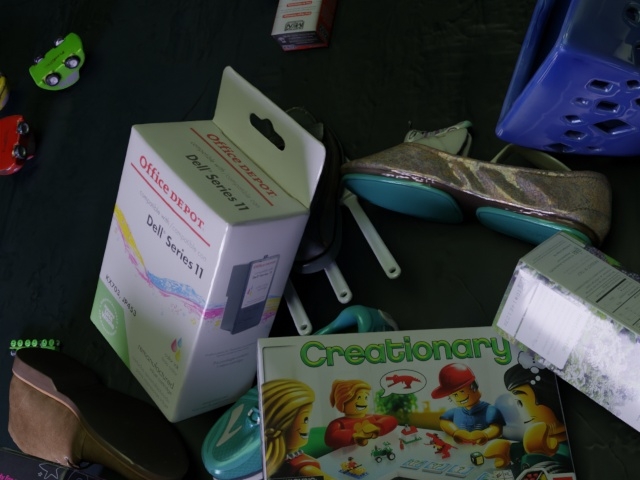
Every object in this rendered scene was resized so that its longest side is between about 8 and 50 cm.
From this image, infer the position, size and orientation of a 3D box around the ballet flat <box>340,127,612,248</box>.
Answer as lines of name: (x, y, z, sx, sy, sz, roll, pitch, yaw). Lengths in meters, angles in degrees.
ballet flat: (0.179, -0.068, 1.132, 0.316, 0.107, 0.106, 17, 71, 21)

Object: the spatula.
spatula: (0.000, 0.000, 1.200, 0.168, 0.019, 0.242, -32, 40, 3)

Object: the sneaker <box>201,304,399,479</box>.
sneaker: (-0.033, 0.165, 1.117, 0.275, 0.110, 0.107, -41, 56, 5)

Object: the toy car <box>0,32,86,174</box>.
toy car: (-0.446, -0.230, 1.544, 0.225, 0.053, 0.239, -39, 57, 5)

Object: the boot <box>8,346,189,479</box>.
boot: (-0.281, 0.245, 1.226, 0.305, 0.112, 0.115, 25, 101, 36)

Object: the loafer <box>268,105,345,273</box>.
loafer: (-0.023, -0.084, 1.214, 0.096, 0.084, 0.267, -20, 46, 14)

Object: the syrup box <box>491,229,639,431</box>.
syrup box: (0.295, 0.099, 0.958, 0.237, 0.096, 0.093, 35, 129, 26)

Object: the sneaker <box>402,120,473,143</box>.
sneaker: (0.133, -0.127, 1.215, 0.098, 0.038, 0.069, -38, 57, 5)

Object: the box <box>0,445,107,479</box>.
box: (-0.283, 0.322, 1.084, 0.163, 0.247, 0.142, 7, 69, 28)

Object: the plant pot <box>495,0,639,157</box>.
plant pot: (0.337, -0.209, 1.024, 0.212, 0.236, 0.236, 20, 74, 0)

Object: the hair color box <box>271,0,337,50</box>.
hair color box: (-0.016, -0.338, 1.386, 0.072, 0.043, 0.141, 1, 66, 28)

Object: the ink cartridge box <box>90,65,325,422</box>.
ink cartridge box: (-0.139, 0.002, 1.129, 0.207, 0.119, 0.353, 43, 127, 35)

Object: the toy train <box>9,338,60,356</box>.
toy train: (-0.392, 0.148, 1.361, 0.083, 0.017, 0.023, -4, 76, 25)

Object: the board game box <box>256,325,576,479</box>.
board game box: (0.092, 0.188, 1.000, 0.305, 0.053, 0.193, -3, 62, -6)
